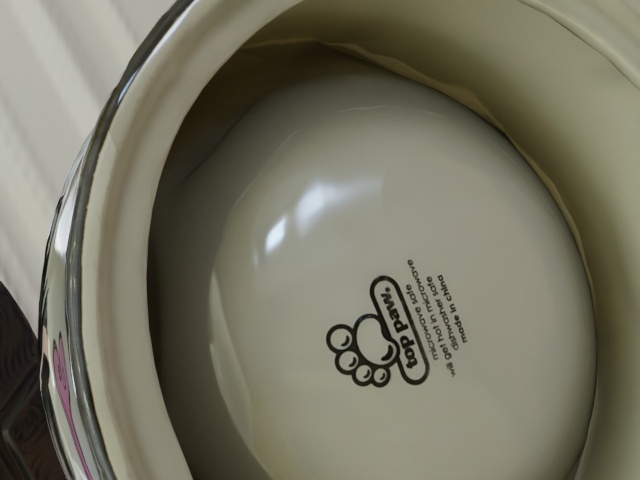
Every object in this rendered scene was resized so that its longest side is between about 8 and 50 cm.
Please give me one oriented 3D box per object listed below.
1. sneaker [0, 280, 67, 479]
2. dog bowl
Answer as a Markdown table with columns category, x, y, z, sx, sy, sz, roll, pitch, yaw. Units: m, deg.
| category | x | y | z | sx | sy | sz | roll | pitch | yaw |
| --- | --- | --- | --- | --- | --- | --- | --- | --- | --- |
| sneaker | -0.370 | 0.064 | 1.228 | 0.257 | 0.169 | 0.447 | -21 | 114 | 41 |
| dog bowl | 0.040 | 0.046 | 0.922 | 0.150 | 0.408 | 0.408 | -17 | 87 | 59 |
